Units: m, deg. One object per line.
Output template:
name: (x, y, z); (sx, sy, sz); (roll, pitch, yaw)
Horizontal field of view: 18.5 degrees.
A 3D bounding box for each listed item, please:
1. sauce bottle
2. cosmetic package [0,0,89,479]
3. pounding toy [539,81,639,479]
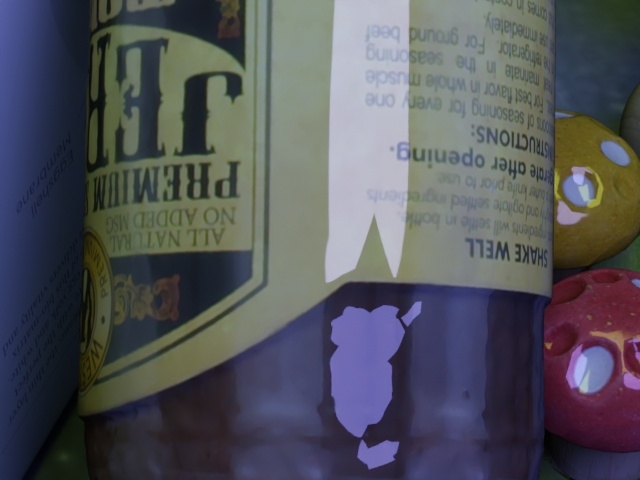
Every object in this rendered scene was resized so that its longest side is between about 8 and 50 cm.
sauce bottle: (0.000, 0.000, 0.449); (0.111, 0.111, 0.344); (1, 83, 0)
cosmetic package: (-0.118, -0.079, 0.561); (0.138, 0.224, 0.224); (13, 46, 16)
pounding toy: (0.089, 0.017, 0.549); (0.237, 0.110, 0.183); (-30, 53, -27)
